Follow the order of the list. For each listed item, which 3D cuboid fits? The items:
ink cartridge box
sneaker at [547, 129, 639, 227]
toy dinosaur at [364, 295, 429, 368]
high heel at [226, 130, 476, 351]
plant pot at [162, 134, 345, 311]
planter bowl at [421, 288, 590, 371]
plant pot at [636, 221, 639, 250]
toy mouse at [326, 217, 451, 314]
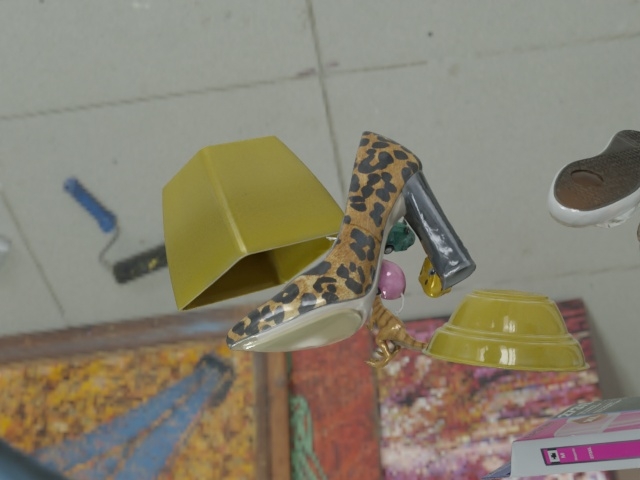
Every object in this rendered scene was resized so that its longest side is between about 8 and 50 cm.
[{"bbox_3d":[0.413,0.281,1.780,0.176,0.069,0.371,-19,179,-44],"label":"ink cartridge box"},{"bbox_3d":[0.386,-0.051,1.669,0.106,0.290,0.123,27,123,26],"label":"sneaker"},{"bbox_3d":[0.112,0.141,1.856,0.064,0.211,0.112,-3,121,-35],"label":"toy dinosaur"},{"bbox_3d":[0.000,0.000,1.210,0.261,0.186,0.093,-21,155,-17],"label":"high heel"},{"bbox_3d":[-0.116,-0.037,1.834,0.212,0.187,0.212,-13,163,-39],"label":"plant pot"},{"bbox_3d":[0.243,0.110,1.591,0.217,0.090,0.217,5,-178,0],"label":"planter bowl"},{"bbox_3d":[0.413,-0.017,1.292,0.110,0.237,0.237,38,131,-2],"label":"plant pot"},{"bbox_3d":[0.075,0.014,1.291,0.143,0.161,0.031,25,128,7],"label":"toy mouse"}]
